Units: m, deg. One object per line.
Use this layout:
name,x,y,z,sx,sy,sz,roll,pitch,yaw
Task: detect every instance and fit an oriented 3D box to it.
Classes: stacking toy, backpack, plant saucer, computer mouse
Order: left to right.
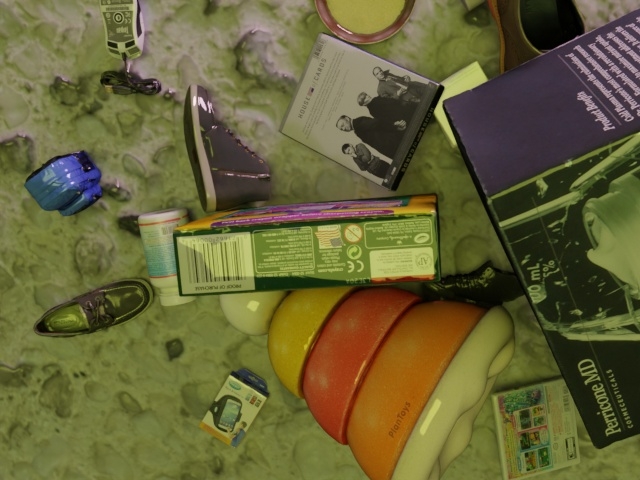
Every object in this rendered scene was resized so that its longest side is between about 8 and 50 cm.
backpack,-0.437,-0.096,1.323,0.098,0.120,0.101,-38,93,12
computer mouse,-0.328,-0.344,1.307,0.106,0.042,0.193,3,106,12
stacking toy,0.038,0.167,1.249,0.479,0.350,0.351,29,103,20
plant saucer,0.073,-0.402,1.243,0.168,0.029,0.169,1,100,7

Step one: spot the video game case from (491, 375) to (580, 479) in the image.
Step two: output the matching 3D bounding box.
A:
video game case,0.366,0.320,1.308,0.143,0.019,0.157,-11,99,-11

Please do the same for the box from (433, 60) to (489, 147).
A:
box,0.229,-0.215,1.223,0.101,0.087,0.102,-30,94,12

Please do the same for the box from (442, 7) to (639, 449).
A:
box,0.483,-0.044,1.032,0.471,0.297,0.480,-24,121,13

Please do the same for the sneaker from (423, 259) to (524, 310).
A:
sneaker,0.263,0.067,1.289,0.170,0.051,0.089,23,102,-1

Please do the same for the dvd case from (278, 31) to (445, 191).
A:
dvd case,0.058,-0.209,1.231,0.238,0.029,0.179,31,104,28

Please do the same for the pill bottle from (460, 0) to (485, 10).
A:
pill bottle,0.289,-0.446,1.159,0.208,0.119,0.119,-32,94,12

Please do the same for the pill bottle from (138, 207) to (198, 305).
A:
pill bottle,-0.260,0.028,1.337,0.087,0.087,0.160,-8,98,9

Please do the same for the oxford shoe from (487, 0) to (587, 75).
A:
oxford shoe,0.333,-0.261,1.131,0.129,0.133,0.364,-26,121,9

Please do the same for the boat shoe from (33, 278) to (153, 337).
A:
boat shoe,-0.409,0.131,1.383,0.223,0.073,0.080,-18,97,11

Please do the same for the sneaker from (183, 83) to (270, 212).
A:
sneaker,-0.160,-0.159,1.305,0.118,0.083,0.222,-9,82,-21

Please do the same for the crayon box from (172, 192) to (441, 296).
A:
crayon box,0.000,0.000,1.178,0.362,0.313,0.106,-4,96,9

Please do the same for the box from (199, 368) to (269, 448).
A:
box,-0.153,0.302,1.400,0.081,0.028,0.136,31,104,2
